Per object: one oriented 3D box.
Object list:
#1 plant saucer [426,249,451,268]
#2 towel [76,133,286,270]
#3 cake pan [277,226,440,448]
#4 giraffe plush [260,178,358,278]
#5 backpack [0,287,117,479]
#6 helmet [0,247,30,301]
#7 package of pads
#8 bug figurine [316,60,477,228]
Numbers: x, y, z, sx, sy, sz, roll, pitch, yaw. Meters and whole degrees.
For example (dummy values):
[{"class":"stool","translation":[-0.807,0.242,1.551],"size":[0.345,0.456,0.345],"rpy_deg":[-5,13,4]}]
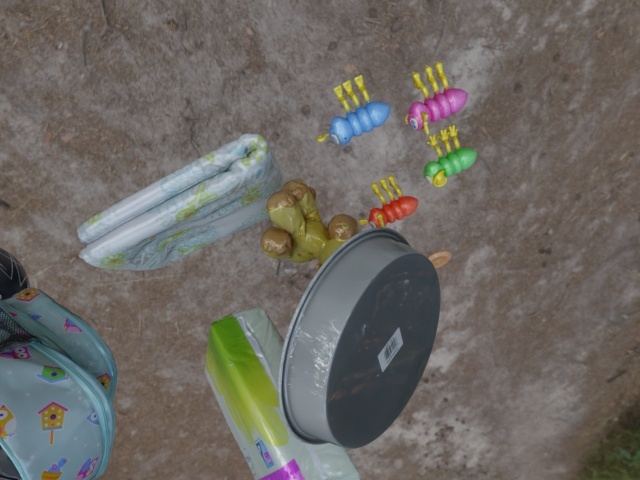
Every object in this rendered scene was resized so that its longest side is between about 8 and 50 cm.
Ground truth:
[{"class":"plant saucer","translation":[0.324,0.056,1.169],"size":[0.083,0.013,0.083],"rpy_deg":[-11,144,-8]},{"class":"towel","translation":[-0.244,-0.054,0.851],"size":[0.374,0.090,0.320],"rpy_deg":[-30,175,-2]},{"class":"cake pan","translation":[0.069,0.131,0.537],"size":[0.293,0.054,0.293],"rpy_deg":[-20,118,-44]},{"class":"giraffe plush","translation":[0.000,0.000,0.802],"size":[0.170,0.181,0.210],"rpy_deg":[14,121,17]},{"class":"backpack","translation":[-0.262,0.144,0.359],"size":[0.144,0.188,0.166],"rpy_deg":[-24,143,-57]},{"class":"helmet","translation":[-0.517,0.078,0.611],"size":[0.169,0.169,0.161],"rpy_deg":[14,116,-30]},{"class":"package of pads","translation":[-0.081,0.278,0.671],"size":[0.101,0.296,0.229],"rpy_deg":[-22,158,-29]},{"class":"bug figurine","translation":[0.128,-0.127,0.633],"size":[0.216,0.072,0.279],"rpy_deg":[-29,136,4]}]
